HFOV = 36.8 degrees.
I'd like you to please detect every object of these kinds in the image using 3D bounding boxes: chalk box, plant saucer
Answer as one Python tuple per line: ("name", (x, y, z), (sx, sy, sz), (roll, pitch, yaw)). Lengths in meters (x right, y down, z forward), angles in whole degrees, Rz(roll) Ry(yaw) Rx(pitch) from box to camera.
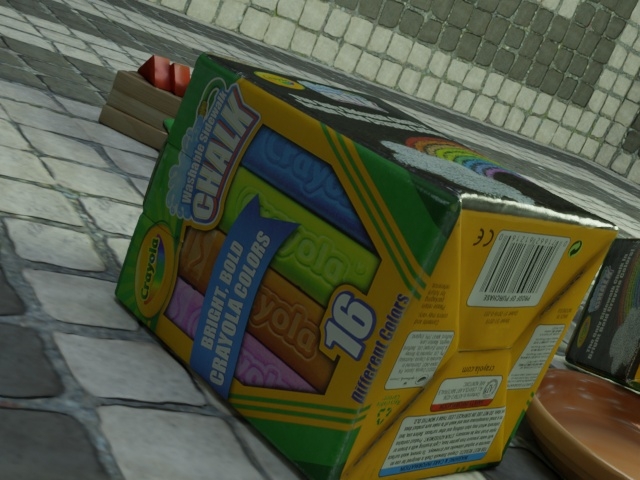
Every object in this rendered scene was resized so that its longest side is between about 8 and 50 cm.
("chalk box", (0.000, 0.000, 0.624), (0.180, 0.179, 0.289), (6, 21, -47))
("chalk box", (0.317, 0.080, 0.864), (0.132, 0.132, 0.213), (23, 0, -2))
("plant saucer", (0.233, 0.159, 0.691), (0.200, 0.037, 0.200), (21, 15, -6))

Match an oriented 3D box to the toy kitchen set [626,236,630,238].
("toy kitchen set", (0.419, 0.047, 1.405), (0.068, 0.075, 0.083), (-19, -10, -14))

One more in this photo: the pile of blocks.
("pile of blocks", (-0.081, -0.113, 1.024), (0.362, 0.112, 0.149), (34, 18, 33))
